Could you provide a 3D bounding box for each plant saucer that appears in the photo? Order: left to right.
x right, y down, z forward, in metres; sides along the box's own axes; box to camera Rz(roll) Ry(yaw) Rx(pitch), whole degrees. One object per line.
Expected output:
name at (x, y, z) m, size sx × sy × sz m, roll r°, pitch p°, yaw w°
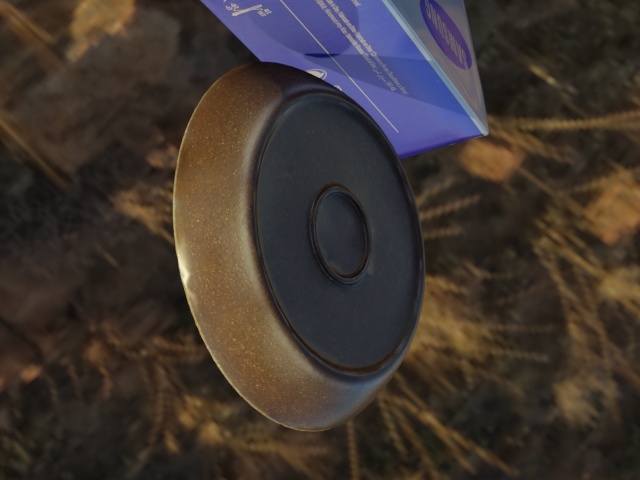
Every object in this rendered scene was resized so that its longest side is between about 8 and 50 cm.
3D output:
plant saucer at (0.000, 0.000, 0.765) m, size 0.168 × 0.029 × 0.168 m, roll 19°, pitch 67°, yaw -51°

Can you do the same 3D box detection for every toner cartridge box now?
toner cartridge box at (-0.012, -0.169, 0.798) m, size 0.075 × 0.165 × 0.348 m, roll -14°, pitch 160°, yaw 16°
